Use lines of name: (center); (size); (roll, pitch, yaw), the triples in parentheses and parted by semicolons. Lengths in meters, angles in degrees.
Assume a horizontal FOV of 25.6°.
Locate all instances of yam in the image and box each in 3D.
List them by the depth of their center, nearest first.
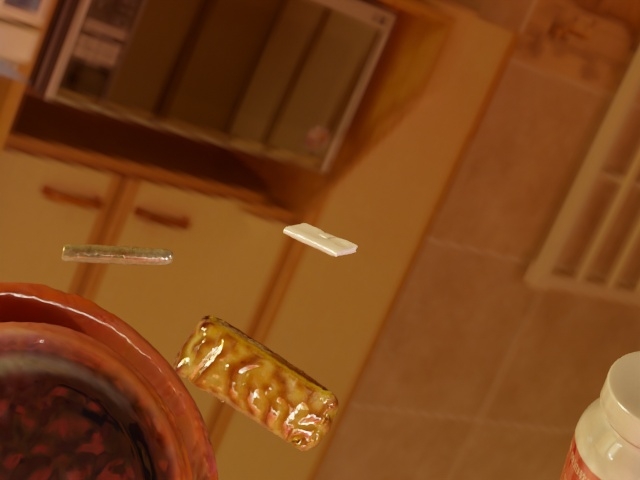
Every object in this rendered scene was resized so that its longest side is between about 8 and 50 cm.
yam: (-0.211, 0.015, 1.465); (0.116, 0.021, 0.021); (2, -160, -13)

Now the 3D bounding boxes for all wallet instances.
wallet: (0.000, 0.000, 1.651); (0.083, 0.011, 0.044); (23, -157, 32)

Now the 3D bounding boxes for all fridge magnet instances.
fridge magnet: (-0.244, 0.207, 1.100); (0.364, 0.363, 0.155); (18, 159, -21)

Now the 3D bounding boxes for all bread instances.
bread: (-0.082, 0.187, 1.829); (0.222, 0.096, 0.181); (31, 175, 4)

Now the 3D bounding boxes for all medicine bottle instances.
medicine bottle: (0.280, 0.227, 1.264); (0.131, 0.250, 0.131); (6, -143, -4)
